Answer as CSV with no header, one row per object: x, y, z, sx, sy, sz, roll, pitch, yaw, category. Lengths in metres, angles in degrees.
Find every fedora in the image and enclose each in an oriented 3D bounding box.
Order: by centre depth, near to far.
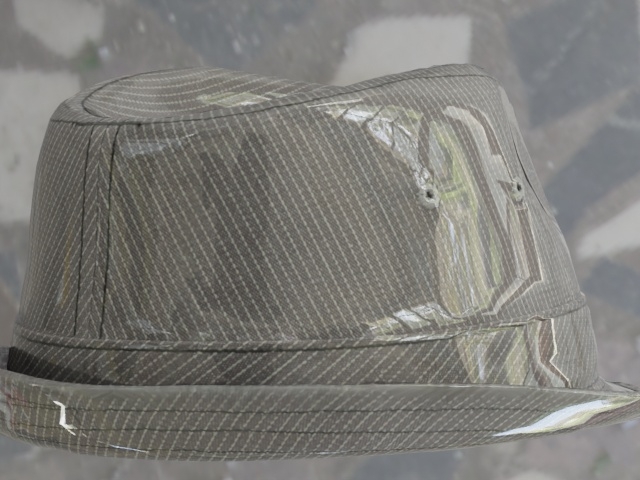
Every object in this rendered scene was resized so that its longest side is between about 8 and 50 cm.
0.000,0.000,0.674,0.275,0.244,0.124,-2,94,-44,fedora
